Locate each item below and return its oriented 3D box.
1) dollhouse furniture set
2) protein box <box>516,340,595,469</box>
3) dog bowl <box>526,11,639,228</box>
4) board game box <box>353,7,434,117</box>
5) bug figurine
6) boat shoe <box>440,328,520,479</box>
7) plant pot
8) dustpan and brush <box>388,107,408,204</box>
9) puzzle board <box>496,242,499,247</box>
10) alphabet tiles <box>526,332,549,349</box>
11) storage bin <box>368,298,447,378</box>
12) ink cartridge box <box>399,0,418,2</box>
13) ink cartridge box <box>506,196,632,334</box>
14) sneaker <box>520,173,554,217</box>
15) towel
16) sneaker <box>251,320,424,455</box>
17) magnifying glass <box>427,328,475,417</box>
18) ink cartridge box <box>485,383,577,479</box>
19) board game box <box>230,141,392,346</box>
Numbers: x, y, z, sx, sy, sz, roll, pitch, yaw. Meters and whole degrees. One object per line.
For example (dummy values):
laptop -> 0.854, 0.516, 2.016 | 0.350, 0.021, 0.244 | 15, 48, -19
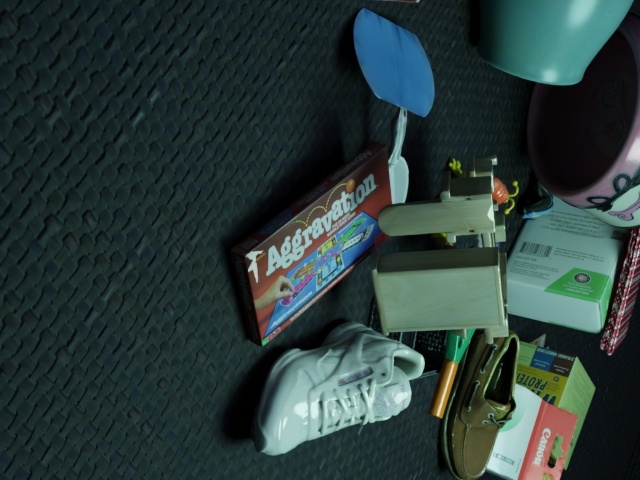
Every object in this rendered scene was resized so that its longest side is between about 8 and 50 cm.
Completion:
dollhouse furniture set -> 0.178, -0.032, 1.431 | 0.355, 0.174, 0.303 | -76, 159, -55
protein box -> 0.483, 0.359, 2.110 | 0.200, 0.136, 0.201 | 47, 63, -51
dog bowl -> 0.532, -0.232, 1.779 | 0.150, 0.408, 0.408 | 8, 95, -22
board game box -> 0.091, -0.235, 1.324 | 0.168, 0.033, 0.133 | 14, 63, -44
bug figurine -> 0.259, -0.012, 1.679 | 0.216, 0.072, 0.279 | 25, 80, -59
boat shoe -> 0.304, 0.309, 1.815 | 0.110, 0.104, 0.307 | 1, 96, -39
plant pot -> 0.372, -0.399, 1.563 | 0.271, 0.271, 0.255 | -29, 140, -52
dustpan and brush -> 0.092, -0.093, 1.377 | 0.147, 0.060, 0.211 | -28, 124, -52
puzzle board -> 0.311, 0.046, 1.848 | 0.128, 0.011, 0.096 | -24, 120, -55
alphabet tiles -> 0.476, 0.324, 2.231 | 0.237, 0.009, 0.198 | -12, 111, -57
storage bin -> 0.151, 0.145, 1.544 | 0.180, 0.084, 0.122 | 2, 100, -59
ink cartridge box -> 0.111, -0.365, 1.259 | 0.150, 0.109, 0.063 | -43, 135, -44
ink cartridge box -> 0.518, 0.026, 1.988 | 0.289, 0.211, 0.121 | -58, 145, -30
sneaker -> 0.452, -0.112, 1.988 | 0.188, 0.067, 0.078 | -52, 120, -34
towel -> 0.617, 0.081, 1.941 | 0.199, 0.031, 0.275 | -9, 113, -64
sneaker -> 0.028, 0.195, 1.289 | 0.305, 0.152, 0.114 | -31, 128, -50
magnifying glass -> 0.216, 0.171, 1.559 | 0.092, 0.026, 0.231 | 35, 69, -58
ink cartridge box -> 0.401, 0.390, 1.937 | 0.056, 0.224, 0.181 | 126, -14, -74
board game box -> 0.000, 0.000, 1.247 | 0.281, 0.027, 0.145 | -39, 135, -35
